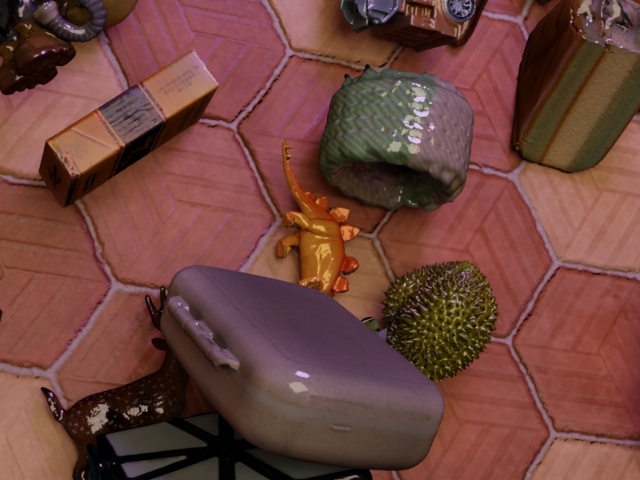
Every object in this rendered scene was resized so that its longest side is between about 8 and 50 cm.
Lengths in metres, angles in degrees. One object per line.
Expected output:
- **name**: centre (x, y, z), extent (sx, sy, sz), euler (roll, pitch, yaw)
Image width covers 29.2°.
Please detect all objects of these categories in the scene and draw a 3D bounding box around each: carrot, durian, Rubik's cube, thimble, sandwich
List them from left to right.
- **Rubik's cube**: centre (-0.105, 0.376, 1.456), extent (0.294, 0.288, 0.283), euler (-10, 106, -16)
- **thimble**: centre (0.111, -0.138, 1.711), extent (0.219, 0.219, 0.150), euler (16, 71, -13)
- **durian**: centre (0.164, 0.117, 1.692), extent (0.198, 0.159, 0.146), euler (-55, 126, -37)
- **carrot**: centre (0.230, -0.361, 1.883), extent (0.048, 0.048, 0.139), euler (26, 73, -9)
- **sandwich**: centre (0.400, -0.239, 1.824), extent (0.155, 0.198, 0.227), euler (16, 74, -13)

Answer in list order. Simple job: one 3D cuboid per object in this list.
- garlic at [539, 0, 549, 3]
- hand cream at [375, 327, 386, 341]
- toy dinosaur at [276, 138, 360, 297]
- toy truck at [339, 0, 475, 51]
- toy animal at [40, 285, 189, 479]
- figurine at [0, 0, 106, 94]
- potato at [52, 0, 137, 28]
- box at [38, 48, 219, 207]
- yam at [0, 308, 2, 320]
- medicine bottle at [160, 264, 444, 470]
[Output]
- **garlic**: centre (0.491, -0.502, 1.896), extent (0.340, 0.231, 0.245), euler (3, 74, -10)
- **hand cream**: centre (0.043, 0.158, 1.645), extent (0.043, 0.171, 0.065), euler (14, 75, -26)
- **toy dinosaur**: centre (0.000, 0.000, 1.725), extent (0.117, 0.070, 0.288), euler (-3, 83, -28)
- **toy truck**: centre (0.130, -0.460, 1.788), extent (0.184, 0.133, 0.338), euler (7, 87, -26)
- **toy animal**: centre (-0.230, 0.199, 1.603), extent (0.243, 0.087, 0.260), euler (-17, 86, -21)
- **figurine**: centre (-0.465, -0.373, 1.576), extent (0.186, 0.261, 0.382), euler (-21, 81, -57)
- **potato**: centre (-0.337, -0.436, 1.680), extent (0.173, 0.140, 0.300), euler (-16, 84, 21)
- **box**: centre (-0.258, -0.148, 1.636), extent (0.237, 0.152, 0.070), euler (-38, 90, -21)
- **yam**: centre (-0.481, 0.189, 1.544), extent (0.061, 0.061, 0.253), euler (27, 73, -9)
- **medicine bottle**: centre (-0.032, 0.145, 1.459), extent (0.282, 0.375, 0.123), euler (11, 102, -28)
